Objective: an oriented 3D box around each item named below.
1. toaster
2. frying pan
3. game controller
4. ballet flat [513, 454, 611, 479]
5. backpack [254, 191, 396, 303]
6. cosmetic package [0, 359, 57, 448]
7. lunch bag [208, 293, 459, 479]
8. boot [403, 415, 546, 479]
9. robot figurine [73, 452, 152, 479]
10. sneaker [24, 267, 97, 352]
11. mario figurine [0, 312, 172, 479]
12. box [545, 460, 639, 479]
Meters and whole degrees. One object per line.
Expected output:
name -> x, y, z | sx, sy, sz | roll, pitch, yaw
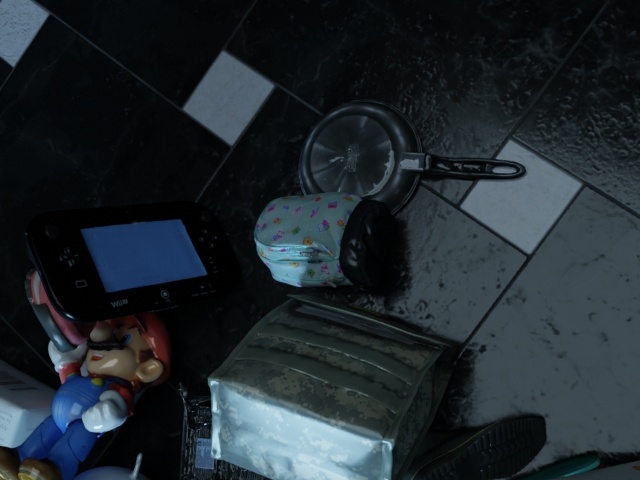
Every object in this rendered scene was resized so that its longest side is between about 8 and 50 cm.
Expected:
toaster -> -0.110, 0.298, 1.066 | 0.168, 0.110, 0.185 | -1, 81, 19
frying pan -> 0.105, -0.090, 1.089 | 0.326, 0.053, 0.197 | 29, 93, 25
game controller -> -0.255, 0.025, 1.067 | 0.067, 0.319, 0.166 | -49, 65, 34
ballet flat -> 0.222, 0.363, 0.941 | 0.316, 0.107, 0.106 | -20, 85, 17
backpack -> 0.000, 0.000, 1.050 | 0.182, 0.115, 0.152 | -1, 41, 29
cosmetic package -> -0.563, 0.406, 1.194 | 0.217, 0.156, 0.384 | 20, 90, 22
lunch bag -> 0.031, 0.175, 0.956 | 0.235, 0.287, 0.168 | 16, 122, 19
boot -> 0.181, 0.264, 0.989 | 0.198, 0.137, 0.076 | -16, 104, -19
robot figurine -> -0.344, 0.467, 1.073 | 0.353, 0.200, 0.300 | -44, 80, 11
sneaker -> -0.330, 0.049, 1.106 | 0.136, 0.314, 0.115 | -23, 110, 5
mario figurine -> -0.345, 0.203, 1.080 | 0.198, 0.170, 0.320 | 27, 48, 7
box -> 0.354, 0.310, 0.820 | 0.171, 0.130, 0.090 | -4, 88, -18
